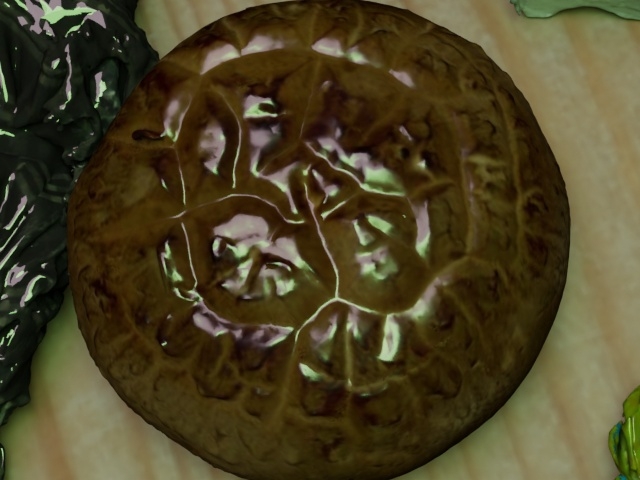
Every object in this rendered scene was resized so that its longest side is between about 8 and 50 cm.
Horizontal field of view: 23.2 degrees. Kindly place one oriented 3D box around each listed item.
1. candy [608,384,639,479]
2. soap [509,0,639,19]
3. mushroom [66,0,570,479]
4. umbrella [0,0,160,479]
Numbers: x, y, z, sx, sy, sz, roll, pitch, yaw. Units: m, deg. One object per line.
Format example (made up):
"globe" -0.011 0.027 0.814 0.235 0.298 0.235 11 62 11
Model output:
"candy" 0.125 0.163 0.735 0.073 0.077 0.262 35 86 23
"soap" 0.152 -0.260 0.846 0.094 0.150 0.261 3 69 17
"mushroom" 0.000 0.000 0.769 0.253 0.153 0.253 0 77 0
"umbrella" -0.188 -0.027 0.828 0.154 0.128 0.336 17 75 11
